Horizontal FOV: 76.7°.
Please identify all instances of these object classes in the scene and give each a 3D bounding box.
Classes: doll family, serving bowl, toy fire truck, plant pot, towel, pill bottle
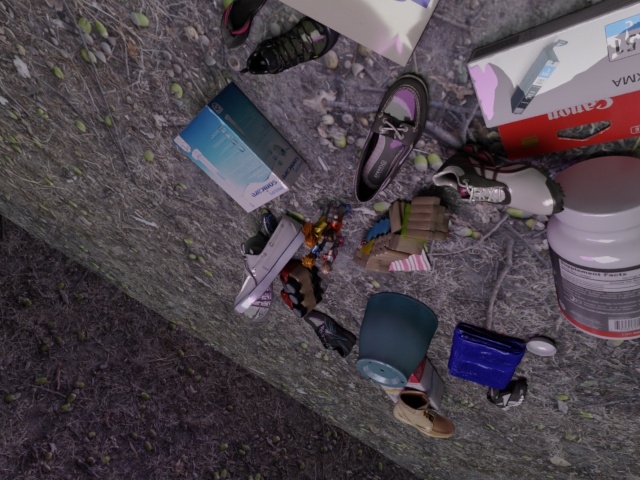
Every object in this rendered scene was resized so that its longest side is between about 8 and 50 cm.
[{"bbox_3d":[0.000,0.000,1.242,0.119,0.163,0.262,20,143,12],"label":"doll family"},{"bbox_3d":[0.706,0.334,1.294,0.084,0.027,0.083,18,143,14],"label":"serving bowl"},{"bbox_3d":[-0.142,0.171,1.588,0.246,0.158,0.216,28,144,36],"label":"toy fire truck"},{"bbox_3d":[0.255,0.367,1.443,0.272,0.255,0.271,18,142,14],"label":"plant pot"},{"bbox_3d":[0.578,0.431,1.450,0.228,0.076,0.308,16,143,23],"label":"towel"},{"bbox_3d":[0.232,0.047,1.260,0.197,0.029,0.144,-4,134,37],"label":"towel"},{"bbox_3d":[0.592,0.022,0.835,0.210,0.210,0.362,-2,133,36],"label":"pill bottle"}]

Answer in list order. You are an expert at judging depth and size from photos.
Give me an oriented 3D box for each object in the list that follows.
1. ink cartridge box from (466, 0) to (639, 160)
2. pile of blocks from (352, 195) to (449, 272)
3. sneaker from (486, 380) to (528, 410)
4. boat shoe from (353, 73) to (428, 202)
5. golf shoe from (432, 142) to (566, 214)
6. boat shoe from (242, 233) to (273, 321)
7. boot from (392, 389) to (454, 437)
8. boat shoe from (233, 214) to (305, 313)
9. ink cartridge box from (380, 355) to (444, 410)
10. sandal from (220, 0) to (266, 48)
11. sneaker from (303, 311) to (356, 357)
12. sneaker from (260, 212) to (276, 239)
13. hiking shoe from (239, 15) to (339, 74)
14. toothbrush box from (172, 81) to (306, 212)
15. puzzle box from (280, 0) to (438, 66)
[{"bbox_3d":[0.448,-0.257,0.713,0.297,0.066,0.261,-7,131,39],"label":"ink cartridge box"},{"bbox_3d":[0.232,-0.013,1.125,0.113,0.148,0.362,12,154,-27],"label":"pile of blocks"},{"bbox_3d":[0.711,0.591,1.563,0.106,0.078,0.234,18,145,10],"label":"sneaker"},{"bbox_3d":[0.155,-0.212,0.937,0.112,0.095,0.335,25,144,5],"label":"boat shoe"},{"bbox_3d":[0.350,-0.105,0.817,0.273,0.120,0.105,45,162,53],"label":"golf shoe"},{"bbox_3d":[-0.229,0.138,1.484,0.118,0.103,0.320,-1,100,0],"label":"boat shoe"},{"bbox_3d":[0.437,0.712,1.670,0.262,0.095,0.203,19,142,17],"label":"boot"},{"bbox_3d":[-0.205,0.065,1.348,0.157,0.136,0.367,38,99,-5],"label":"boat shoe"},{"bbox_3d":[0.371,0.588,1.744,0.226,0.131,0.306,-7,130,38],"label":"ink cartridge box"},{"bbox_3d":[-0.174,-0.484,0.871,0.067,0.040,0.179,41,143,-16],"label":"sandal"},{"bbox_3d":[0.034,0.408,1.772,0.268,0.106,0.101,34,145,-5],"label":"sneaker"},{"bbox_3d":[-0.187,-0.045,1.411,0.058,0.052,0.135,16,142,25],"label":"sneaker"},{"bbox_3d":[-0.065,-0.392,0.847,0.227,0.114,0.086,-6,132,38],"label":"hiking shoe"},{"bbox_3d":[-0.222,-0.243,1.126,0.295,0.126,0.216,45,140,-20],"label":"toothbrush box"},{"bbox_3d":[0.030,-0.509,0.671,0.409,0.052,0.272,29,137,0],"label":"puzzle box"}]
